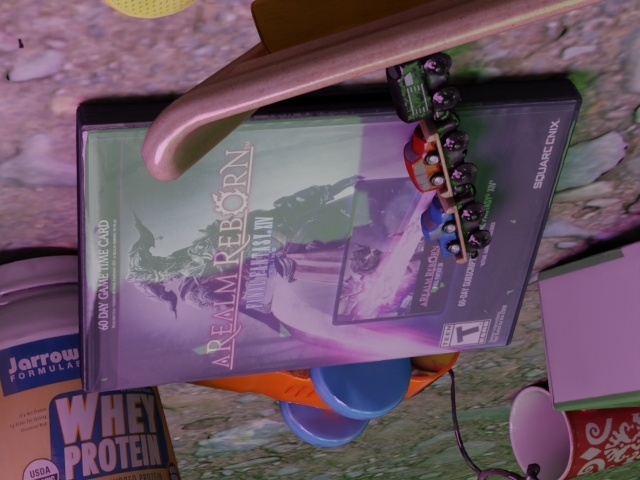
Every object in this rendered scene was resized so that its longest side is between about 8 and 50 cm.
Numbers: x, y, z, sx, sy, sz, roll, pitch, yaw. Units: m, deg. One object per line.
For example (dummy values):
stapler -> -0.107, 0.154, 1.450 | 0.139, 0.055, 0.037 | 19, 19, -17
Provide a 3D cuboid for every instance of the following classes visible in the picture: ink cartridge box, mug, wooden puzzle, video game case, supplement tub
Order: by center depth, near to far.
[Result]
wooden puzzle -> 0.065, -0.104, 0.456 | 0.239, 0.044, 0.221 | -20, -166, 18
video game case -> 0.000, 0.000, 0.729 | 0.274, 0.026, 0.196 | -6, 132, -16
supplement tub -> -0.172, 0.124, 0.818 | 0.144, 0.199, 0.144 | -16, 164, -5
ink cartridge box -> 0.353, 0.062, 1.013 | 0.289, 0.121, 0.211 | 0, 168, -29
mug -> 0.326, 0.208, 1.445 | 0.169, 0.113, 0.150 | -3, 160, -28

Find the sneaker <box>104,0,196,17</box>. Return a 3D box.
sneaker -> -0.025, -0.121, 0.416 | 0.082, 0.094, 0.208 | 1, 158, -32

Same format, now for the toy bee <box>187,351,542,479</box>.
toy bee -> 0.030, 0.071, 0.919 | 0.298, 0.162, 0.195 | 33, 147, -28

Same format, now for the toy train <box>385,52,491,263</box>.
toy train -> 0.062, -0.043, 0.676 | 0.036, 0.027, 0.158 | -19, 134, 1
